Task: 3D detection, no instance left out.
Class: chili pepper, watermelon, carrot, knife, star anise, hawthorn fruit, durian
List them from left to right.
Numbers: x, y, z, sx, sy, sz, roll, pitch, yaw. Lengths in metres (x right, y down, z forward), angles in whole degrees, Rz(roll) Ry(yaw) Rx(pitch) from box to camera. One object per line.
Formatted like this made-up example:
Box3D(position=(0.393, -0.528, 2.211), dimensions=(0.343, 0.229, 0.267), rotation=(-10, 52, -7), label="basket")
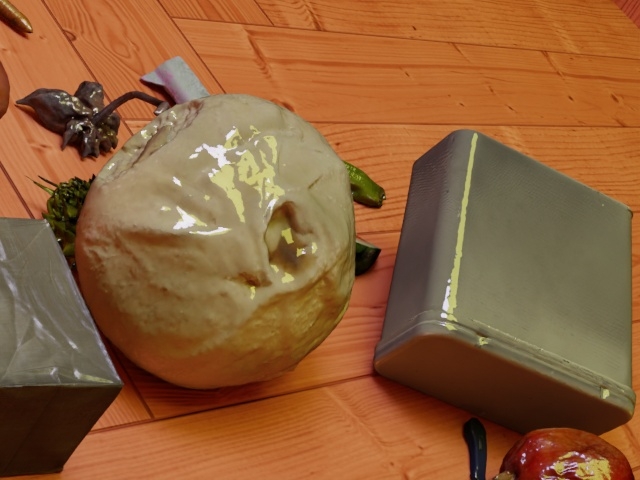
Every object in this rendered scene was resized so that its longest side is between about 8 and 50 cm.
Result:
Box3D(position=(-0.487, -0.363, 1.932), dimensions=(0.190, 0.037, 0.037), rotation=(47, 32, 7), label="carrot")
Box3D(position=(-0.282, -0.190, 1.748), dimensions=(0.148, 0.227, 0.218), rotation=(24, 45, -33), label="star anise")
Box3D(position=(-0.196, -0.004, 1.714), dimensions=(0.352, 0.158, 0.169), rotation=(0, 13, -45), label="durian")
Box3D(position=(0.002, -0.006, 1.936), dimensions=(0.245, 0.063, 0.119), rotation=(15, 25, -31), label="watermelon")
Box3D(position=(0.024, -0.109, 2.098), dimensions=(0.202, 0.050, 0.051), rotation=(31, 69, -14), label="chili pepper")
Box3D(position=(0.211, 0.288, 1.791), dimensions=(0.031, 0.018, 0.121), rotation=(34, 32, -19), label="knife")
Box3D(position=(0.323, 0.321, 1.729), dimensions=(0.179, 0.173, 0.173), rotation=(40, 32, 3), label="hawthorn fruit")

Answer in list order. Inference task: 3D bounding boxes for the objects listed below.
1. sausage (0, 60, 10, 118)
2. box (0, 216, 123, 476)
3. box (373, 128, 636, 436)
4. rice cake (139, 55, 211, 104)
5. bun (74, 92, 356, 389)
Box3D(position=(-0.516, -0.200, 1.619), dimensions=(0.259, 0.113, 0.113), rotation=(4, 45, -44), label="sausage")
Box3D(position=(-0.336, 0.106, 1.359), dimensions=(0.155, 0.149, 0.231), rotation=(5, 44, -42), label="box")
Box3D(position=(0.277, 0.067, 1.883), dimensions=(0.352, 0.177, 0.343), rotation=(24, 57, -20), label="box")
Box3D(position=(-0.170, -0.163, 1.976), dimensions=(0.081, 0.051, 0.290), rotation=(-27, 63, -19), label="rice cake")
Box3D(position=(-0.093, 0.001, 1.551), dimensions=(0.364, 0.202, 0.364), rotation=(1, 88, -32), label="bun")
